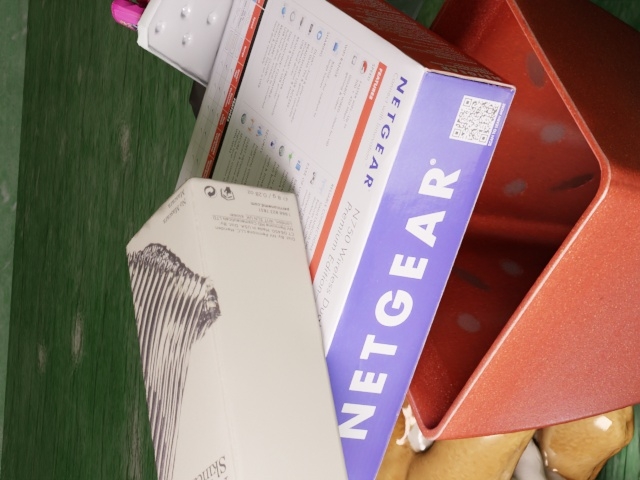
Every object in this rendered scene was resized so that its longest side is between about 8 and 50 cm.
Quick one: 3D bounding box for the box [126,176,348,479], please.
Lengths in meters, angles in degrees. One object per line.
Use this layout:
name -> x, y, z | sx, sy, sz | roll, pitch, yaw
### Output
box -> -0.061, 0.100, 1.332 | 0.113, 0.094, 0.275 | -44, 47, 44

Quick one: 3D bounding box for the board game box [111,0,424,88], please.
board game box -> 0.009, -0.291, 1.627 | 0.050, 0.390, 0.390 | 27, 89, 27

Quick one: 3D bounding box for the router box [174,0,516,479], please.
router box -> -0.011, -0.021, 1.453 | 0.301, 0.082, 0.335 | 44, 120, 54

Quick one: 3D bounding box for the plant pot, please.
plant pot -> 0.197, -0.021, 1.421 | 0.267, 0.236, 0.267 | -60, 35, 34

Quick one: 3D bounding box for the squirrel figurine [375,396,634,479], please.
squirrel figurine -> 0.115, 0.257, 1.581 | 0.397, 0.281, 0.370 | -48, 61, 30

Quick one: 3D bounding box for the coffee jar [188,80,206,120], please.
coffee jar -> -0.050, -0.147, 2.088 | 0.096, 0.184, 0.079 | -122, 40, -51
